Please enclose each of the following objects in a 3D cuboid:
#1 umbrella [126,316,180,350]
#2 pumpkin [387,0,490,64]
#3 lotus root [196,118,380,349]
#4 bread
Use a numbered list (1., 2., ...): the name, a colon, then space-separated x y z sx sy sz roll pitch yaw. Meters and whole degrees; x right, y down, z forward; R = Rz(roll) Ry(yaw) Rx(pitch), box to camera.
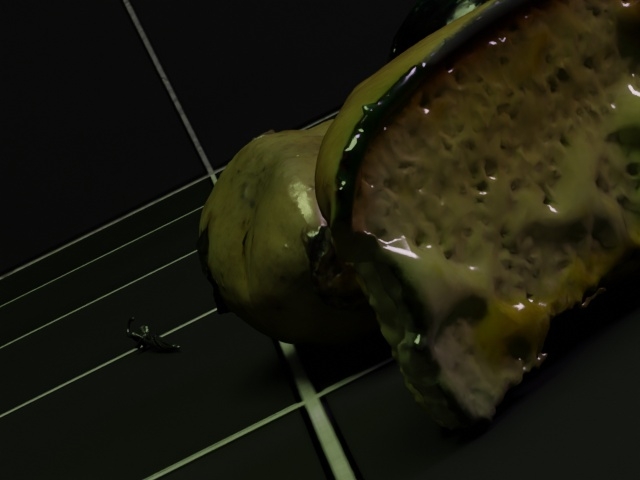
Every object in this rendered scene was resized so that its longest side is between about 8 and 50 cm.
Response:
1. umbrella: -0.141 0.085 1.422 0.022 0.022 0.149 10 3 -22
2. pumpkin: 0.157 -0.106 1.065 0.233 0.163 0.233 -7 16 2
3. lotus root: 0.000 0.000 1.076 0.154 0.140 0.257 -20 14 -3
4. bread: 0.084 -0.021 0.859 0.251 0.174 0.133 -36 9 -33
